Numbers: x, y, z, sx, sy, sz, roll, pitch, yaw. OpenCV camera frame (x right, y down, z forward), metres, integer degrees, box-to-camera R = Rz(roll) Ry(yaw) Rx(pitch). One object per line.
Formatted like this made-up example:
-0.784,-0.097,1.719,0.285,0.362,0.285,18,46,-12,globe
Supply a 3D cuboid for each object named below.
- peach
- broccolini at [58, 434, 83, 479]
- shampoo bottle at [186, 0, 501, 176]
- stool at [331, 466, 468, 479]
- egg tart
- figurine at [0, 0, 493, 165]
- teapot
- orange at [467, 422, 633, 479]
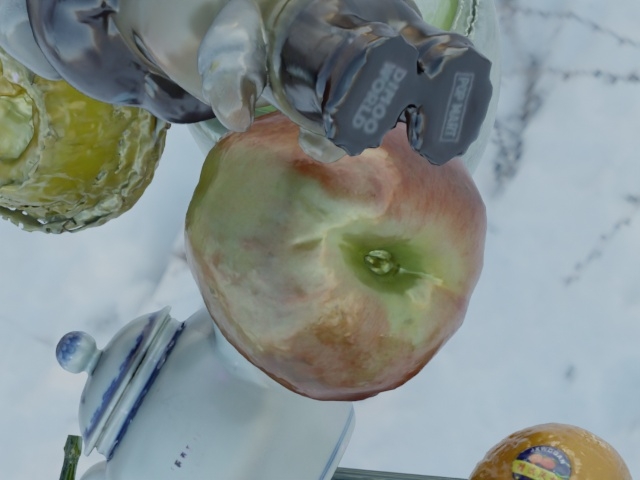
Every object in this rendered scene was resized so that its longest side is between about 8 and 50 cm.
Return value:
0.000,0.000,1.451,0.256,0.232,0.232,18,82,62,peach
-0.289,0.332,1.972,0.057,0.071,0.254,-8,65,68,broccolini
0.020,-0.169,1.817,0.322,0.317,0.322,-10,47,11,shampoo bottle
0.051,0.390,2.029,0.297,0.330,0.297,-171,90,-83,stool
-0.279,-0.137,1.655,0.315,0.315,0.120,-25,8,37,egg tart
-0.045,-0.126,1.181,0.365,0.218,0.206,50,138,41,figurine
-0.122,0.163,1.724,0.424,0.280,0.252,-60,2,41,teapot
0.203,0.249,1.654,0.155,0.177,0.178,20,82,24,orange
